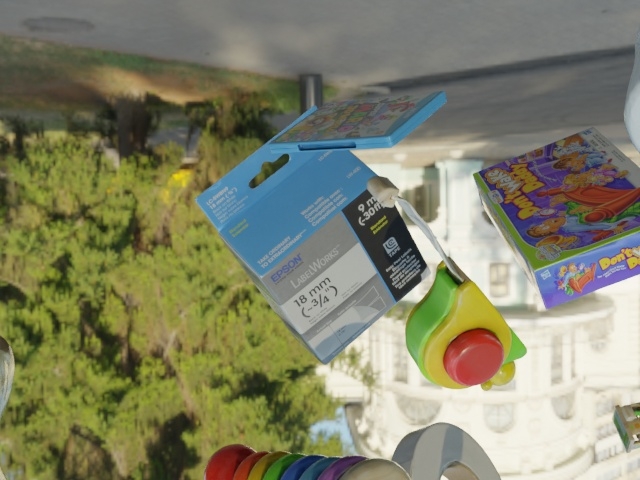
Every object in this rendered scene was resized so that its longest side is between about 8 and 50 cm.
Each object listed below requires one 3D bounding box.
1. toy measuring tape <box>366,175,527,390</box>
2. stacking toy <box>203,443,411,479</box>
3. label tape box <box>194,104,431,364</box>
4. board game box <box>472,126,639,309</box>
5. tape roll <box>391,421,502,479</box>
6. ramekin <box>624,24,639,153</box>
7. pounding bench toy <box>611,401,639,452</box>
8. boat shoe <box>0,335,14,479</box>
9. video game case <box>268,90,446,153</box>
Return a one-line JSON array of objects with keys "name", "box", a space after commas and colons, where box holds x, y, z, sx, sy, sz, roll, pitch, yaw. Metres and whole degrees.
[{"name": "toy measuring tape", "box": [0.121, 0.074, 0.833, 0.121, 0.121, 0.330, 3, 143, 50]}, {"name": "stacking toy", "box": [-0.036, 0.326, 0.967, 0.141, 0.141, 0.330, -4, 180, -40]}, {"name": "label tape box", "box": [0.000, 0.000, 1.164, 0.241, 0.333, 0.106, -40, -144, -10]}, {"name": "board game box", "box": [0.414, -0.051, 1.229, 0.234, 0.078, 0.347, -22, -151, 6]}, {"name": "tape roll", "box": [0.296, 0.596, 1.638, 0.072, 0.391, 0.392, -32, 164, 34]}, {"name": "ramekin", "box": [0.481, -0.164, 0.831, 0.277, 0.135, 0.277, 23, 157, 11]}, {"name": "pounding bench toy", "box": [0.442, 0.244, 1.016, 0.065, 0.052, 0.083, -16, 143, 5]}, {"name": "boat shoe", "box": [-0.363, 0.246, 0.709, 0.123, 0.341, 0.123, 13, -155, -13]}, {"name": "video game case", "box": [0.039, -0.130, 0.823, 0.166, 0.015, 0.119, 3, -148, 40]}]
